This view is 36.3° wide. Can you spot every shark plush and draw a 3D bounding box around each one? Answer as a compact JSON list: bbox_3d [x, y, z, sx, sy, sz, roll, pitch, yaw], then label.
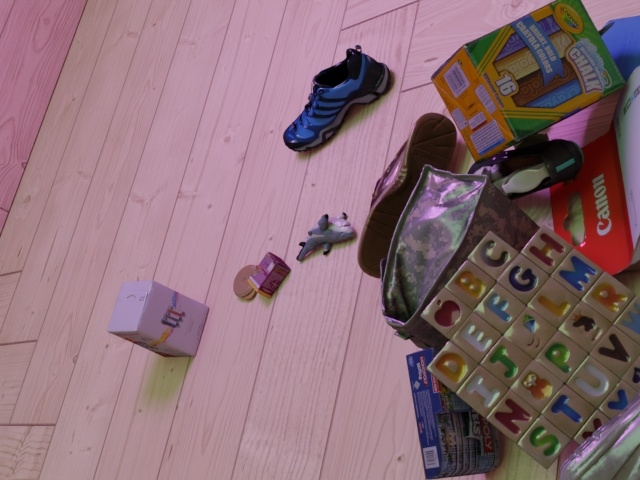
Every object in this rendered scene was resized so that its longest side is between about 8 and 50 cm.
[{"bbox_3d":[0.000,0.000,2.069,0.161,0.073,0.067,-33,75,23],"label":"shark plush"}]

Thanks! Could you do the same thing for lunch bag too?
[{"bbox_3d":[0.225,0.058,1.631,0.169,0.235,0.287,14,76,45],"label":"lunch bag"}]

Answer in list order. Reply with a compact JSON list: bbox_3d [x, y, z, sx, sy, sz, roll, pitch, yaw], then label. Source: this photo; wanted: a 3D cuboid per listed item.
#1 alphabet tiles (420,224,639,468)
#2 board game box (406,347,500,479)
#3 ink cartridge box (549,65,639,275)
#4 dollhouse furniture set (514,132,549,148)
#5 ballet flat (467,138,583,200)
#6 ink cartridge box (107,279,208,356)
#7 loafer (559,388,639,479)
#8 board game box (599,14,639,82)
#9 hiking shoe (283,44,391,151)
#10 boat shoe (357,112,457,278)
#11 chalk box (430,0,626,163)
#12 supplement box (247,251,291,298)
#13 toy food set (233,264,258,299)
[{"bbox_3d":[0.333,0.154,1.449,0.342,0.011,0.285,39,87,15],"label":"alphabet tiles"},{"bbox_3d":[0.234,0.270,1.542,0.060,0.194,0.194,-23,69,44],"label":"board game box"},{"bbox_3d":[0.489,-0.123,1.518,0.385,0.091,0.308,-36,34,38],"label":"ink cartridge box"},{"bbox_3d":[0.364,-0.237,1.791,0.076,0.059,0.151,-47,49,51],"label":"dollhouse furniture set"},{"bbox_3d":[0.327,-0.111,1.694,0.096,0.095,0.280,-36,7,-32],"label":"ballet flat"},{"bbox_3d":[-0.376,0.182,2.254,0.128,0.176,0.127,-7,60,45],"label":"ink cartridge box"},{"bbox_3d":[0.473,0.258,1.346,0.319,0.112,0.111,-45,79,6],"label":"loafer"},{"bbox_3d":[0.544,-0.327,1.708,0.169,0.033,0.133,4,74,54],"label":"board game box"},{"bbox_3d":[0.010,-0.325,2.209,0.304,0.132,0.113,-39,42,24],"label":"hiking shoe"},{"bbox_3d":[0.162,-0.085,1.918,0.123,0.123,0.342,170,121,-80],"label":"boat shoe"},{"bbox_3d":[0.368,-0.279,1.631,0.289,0.179,0.180,-27,-2,-14],"label":"chalk box"},{"bbox_3d":[-0.114,0.076,2.146,0.083,0.043,0.055,-54,38,7],"label":"supplement box"},{"bbox_3d":[-0.166,0.092,2.212,0.083,0.020,0.082,11,74,51],"label":"toy food set"}]
